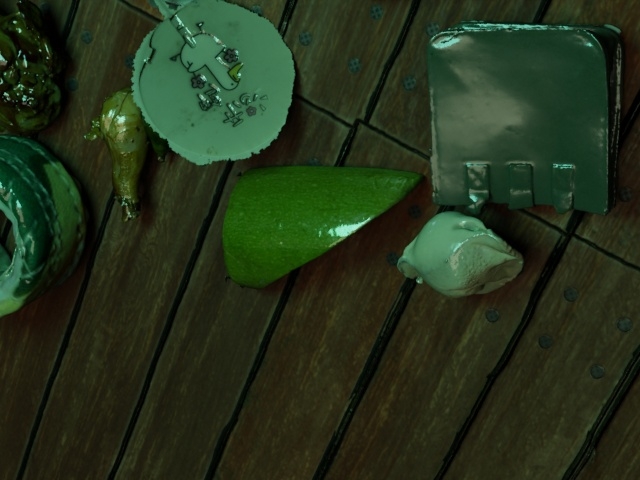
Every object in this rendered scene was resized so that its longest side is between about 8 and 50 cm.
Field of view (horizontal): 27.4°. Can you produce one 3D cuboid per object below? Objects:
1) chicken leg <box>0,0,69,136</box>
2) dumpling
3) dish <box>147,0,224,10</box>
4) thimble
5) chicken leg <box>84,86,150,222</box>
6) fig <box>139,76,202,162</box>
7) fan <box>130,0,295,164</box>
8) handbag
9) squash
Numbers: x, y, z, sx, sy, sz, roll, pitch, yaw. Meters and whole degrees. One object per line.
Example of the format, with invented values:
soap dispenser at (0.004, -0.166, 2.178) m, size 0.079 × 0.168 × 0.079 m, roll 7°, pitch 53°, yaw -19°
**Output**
chicken leg at (-0.510, -0.330, 2.012) m, size 0.211 × 0.140 × 0.361 m, roll -17°, pitch 104°, yaw 38°
dumpling at (0.205, 0.030, 1.815) m, size 0.181 × 0.155 × 0.111 m, roll 25°, pitch 87°, yaw 56°
dish at (-0.208, -0.363, 1.912) m, size 0.137 × 0.039 × 0.091 m, roll 6°, pitch 111°, yaw 22°
thimble at (-0.513, -0.020, 2.104) m, size 0.254 × 0.167 × 0.288 m, roll 37°, pitch 121°, yaw 11°
chicken leg at (-0.305, -0.131, 2.014) m, size 0.101 × 0.085 × 0.208 m, roll 7°, pitch 108°, yaw 20°
fig at (-0.223, -0.186, 1.948) m, size 0.117 × 0.117 × 0.177 m, roll 45°, pitch 135°, yaw 5°
fan at (-0.198, -0.299, 1.871) m, size 0.233 × 0.012 × 0.415 m, roll -34°, pitch 89°, yaw -10°
handbag at (0.270, -0.158, 1.734) m, size 0.247 × 0.079 × 0.260 m, roll 5°, pitch 111°, yaw 25°
squash at (0.000, 0.000, 1.903) m, size 0.288 × 0.111 × 0.203 m, roll 6°, pitch 112°, yaw 22°
